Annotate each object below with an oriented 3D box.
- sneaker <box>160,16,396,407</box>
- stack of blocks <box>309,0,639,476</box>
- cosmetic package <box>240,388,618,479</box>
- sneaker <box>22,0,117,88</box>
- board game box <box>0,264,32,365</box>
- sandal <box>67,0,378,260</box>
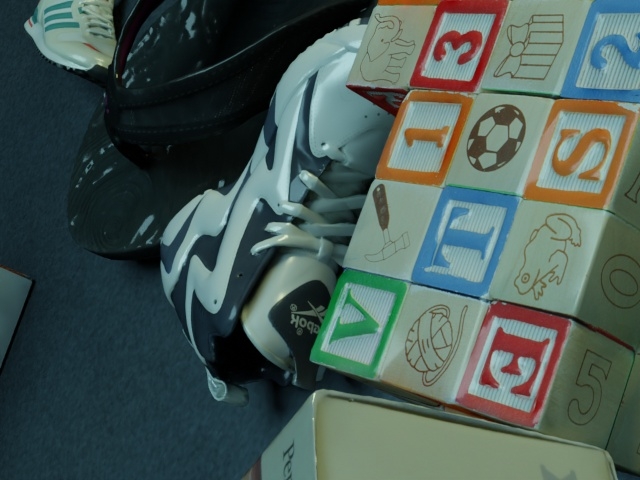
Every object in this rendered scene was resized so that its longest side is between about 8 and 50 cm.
[{"bbox_3d":[0.000,0.000,0.726,0.235,0.094,0.153,-40,43,26],"label":"sneaker"},{"bbox_3d":[0.101,-0.066,0.584,0.171,0.087,0.297,11,78,49],"label":"stack of blocks"},{"bbox_3d":[-0.009,0.204,0.507,0.296,0.129,0.153,-54,31,38],"label":"cosmetic package"},{"bbox_3d":[-0.195,-0.181,1.099,0.075,0.057,0.161,-61,34,10],"label":"sneaker"},{"bbox_3d":[-0.398,0.111,0.946,0.086,0.302,0.308,0,67,50],"label":"board game box"},{"bbox_3d":[-0.033,-0.148,0.832,0.446,0.107,0.167,-37,53,28],"label":"sandal"}]
